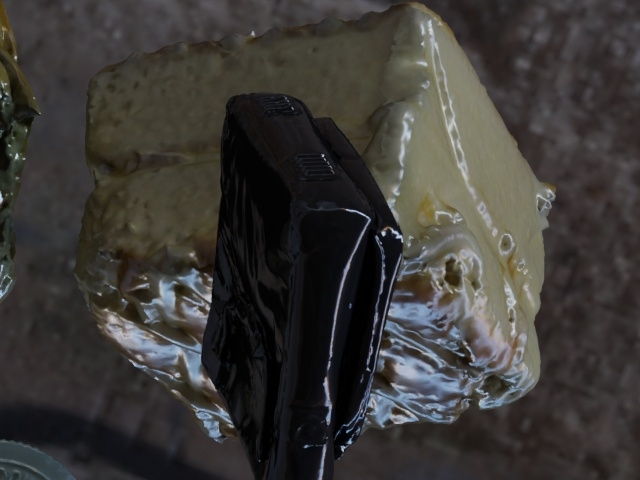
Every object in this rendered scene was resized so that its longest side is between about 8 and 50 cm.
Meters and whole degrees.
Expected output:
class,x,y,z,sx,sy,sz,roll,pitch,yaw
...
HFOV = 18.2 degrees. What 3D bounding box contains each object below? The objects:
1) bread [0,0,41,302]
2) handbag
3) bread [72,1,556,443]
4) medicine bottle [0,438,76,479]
class,x,y,z,sx,sy,sz,roll,pitch,yaw
bread,-0.376,-0.098,1.834,0.314,0.370,0.191,-41,163,32
handbag,-0.020,0.039,1.382,0.275,0.088,0.244,-126,-139,-65
bread,0.000,0.000,1.863,0.390,0.371,0.279,52,38,-52
medicine bottle,-0.268,0.245,1.620,0.318,0.158,0.158,144,-33,-77
